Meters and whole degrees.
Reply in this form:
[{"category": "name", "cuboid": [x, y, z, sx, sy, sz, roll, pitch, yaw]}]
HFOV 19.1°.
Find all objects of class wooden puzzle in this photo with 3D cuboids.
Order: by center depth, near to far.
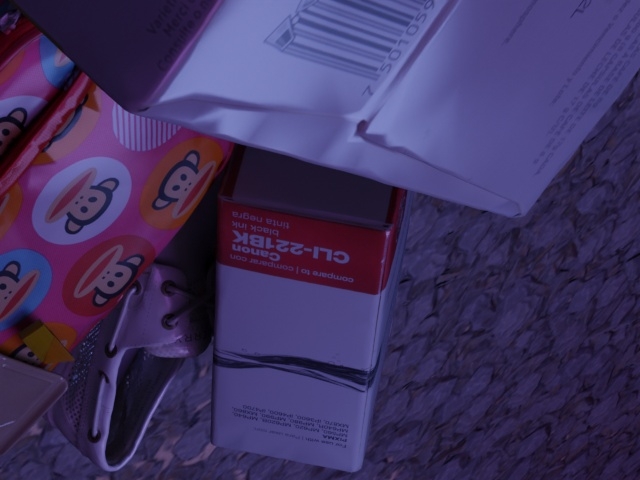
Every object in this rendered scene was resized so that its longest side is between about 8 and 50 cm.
[{"category": "wooden puzzle", "cuboid": [-0.194, 0.096, 1.139, 0.116, 0.014, 0.078, -42, 145, 3]}]

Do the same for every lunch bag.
[{"category": "lunch bag", "cuboid": [-0.213, -0.028, 1.095, 0.293, 0.120, 0.258, -49, 146, 8]}]

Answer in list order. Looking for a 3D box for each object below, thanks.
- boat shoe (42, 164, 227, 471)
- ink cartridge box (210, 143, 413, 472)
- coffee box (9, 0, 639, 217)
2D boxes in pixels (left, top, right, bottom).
[{"category": "boat shoe", "cuboid": [-0.108, 0.045, 1.332, 0.098, 0.096, 0.277, -8, 134, -46]}, {"category": "ink cartridge box", "cuboid": [0.000, 0.000, 1.302, 0.273, 0.114, 0.197, 94, 7, -49]}, {"category": "coffee box", "cuboid": [0.003, -0.254, 0.842, 0.337, 0.334, 0.338, -54, 152, 14]}]
